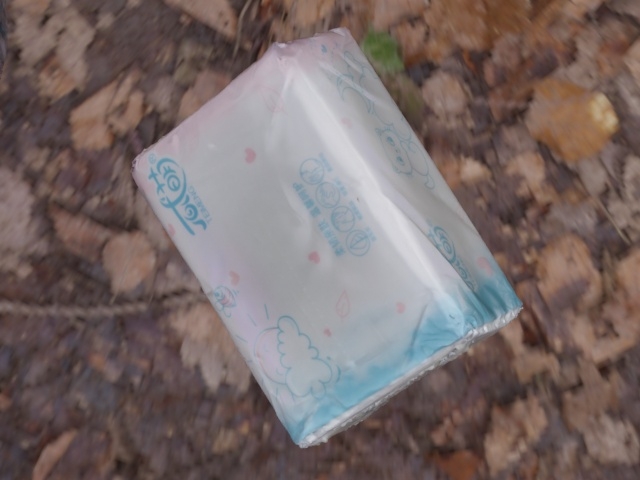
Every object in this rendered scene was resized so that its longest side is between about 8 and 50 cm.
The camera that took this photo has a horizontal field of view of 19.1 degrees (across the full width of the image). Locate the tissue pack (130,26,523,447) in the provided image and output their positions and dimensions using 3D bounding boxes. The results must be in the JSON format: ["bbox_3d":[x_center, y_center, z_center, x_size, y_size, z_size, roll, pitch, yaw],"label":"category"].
[{"bbox_3d":[0.002,-0.001,1.477,0.201,0.124,0.271,-36,82,26],"label":"tissue pack"}]

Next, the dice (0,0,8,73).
[{"bbox_3d":[-0.345,-0.187,1.441,0.182,0.181,0.183,-8,113,4],"label":"dice"}]
